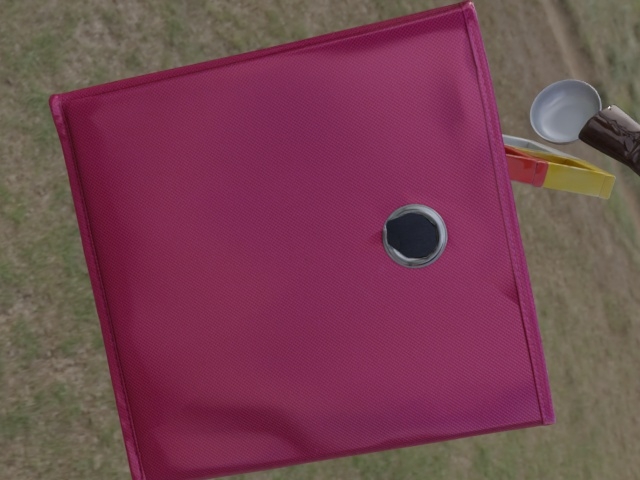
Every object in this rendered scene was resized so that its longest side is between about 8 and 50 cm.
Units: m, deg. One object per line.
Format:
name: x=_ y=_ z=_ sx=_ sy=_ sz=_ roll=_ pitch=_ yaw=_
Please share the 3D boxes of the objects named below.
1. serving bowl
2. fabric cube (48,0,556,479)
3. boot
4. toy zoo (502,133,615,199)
serving bowl: x=0.294 y=-0.149 z=1.021 sx=0.027 sy=0.083 sz=0.083 roll=40 pitch=45 yaw=-56
fabric cube: x=0.000 y=0.000 z=0.614 sx=0.259 sy=0.258 sz=0.254 roll=-32 pitch=111 yaw=-82
boot: x=0.334 y=-0.112 z=0.866 sx=0.106 sy=0.114 sz=0.037 roll=-37 pitch=145 yaw=-14
toy zoo: x=0.210 y=-0.102 z=1.016 sx=0.293 sy=0.192 sz=0.030 roll=8 pitch=106 yaw=-18
